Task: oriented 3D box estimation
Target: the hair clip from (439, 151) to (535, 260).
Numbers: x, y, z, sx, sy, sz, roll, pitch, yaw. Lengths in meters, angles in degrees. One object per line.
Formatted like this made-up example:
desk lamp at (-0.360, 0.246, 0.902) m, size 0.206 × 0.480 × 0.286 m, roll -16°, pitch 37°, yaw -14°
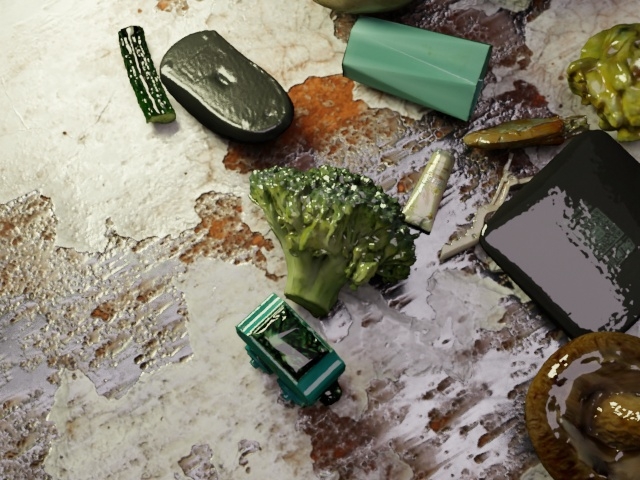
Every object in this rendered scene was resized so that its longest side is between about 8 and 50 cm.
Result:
hair clip at (0.282, -0.042, 1.818) m, size 0.072 × 0.034 × 0.226 m, roll 35°, pitch 78°, yaw 10°

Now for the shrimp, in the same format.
shrimp at (0.346, -0.175, 1.818) m, size 0.217 × 0.115 × 0.051 m, roll -7°, pitch 108°, yaw -4°

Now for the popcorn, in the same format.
popcorn at (0.518, -0.265, 1.810) m, size 0.189 × 0.169 × 0.218 m, roll -33°, pitch 39°, yaw -1°

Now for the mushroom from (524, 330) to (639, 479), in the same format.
mushroom at (0.457, 0.277, 1.636) m, size 0.283 × 0.195 × 0.263 m, roll 14°, pitch 82°, yaw 23°

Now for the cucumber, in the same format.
cucumber at (-0.308, -0.288, 1.898) m, size 0.058 × 0.058 × 0.187 m, roll -21°, pitch 74°, yaw -4°

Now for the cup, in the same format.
cup at (0.160, -0.295, 1.852) m, size 0.236 × 0.134 × 0.148 m, roll 15°, pitch 72°, yaw 10°

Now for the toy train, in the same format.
toy train at (-0.045, 0.177, 1.704) m, size 0.107 × 0.154 × 0.198 m, roll -43°, pitch 76°, yaw -13°

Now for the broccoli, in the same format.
broccoli at (0.000, 0.000, 1.736) m, size 0.248 × 0.288 × 0.245 m, roll 20°, pitch 90°, yaw -31°

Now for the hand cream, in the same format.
hand cream at (0.184, -0.089, 1.836) m, size 0.061 × 0.039 × 0.143 m, roll 23°, pitch 80°, yaw 6°

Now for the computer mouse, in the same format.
computer mouse at (-0.155, -0.248, 1.865) m, size 0.270 × 0.086 × 0.137 m, roll 40°, pitch 70°, yaw 20°

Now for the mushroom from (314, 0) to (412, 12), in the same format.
mushroom at (0.082, -0.472, 1.845) m, size 0.255 × 0.255 × 0.184 m, roll -6°, pitch 85°, yaw 0°

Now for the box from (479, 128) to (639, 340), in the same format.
box at (0.444, -0.002, 1.772) m, size 0.290 × 0.073 × 0.289 m, roll -43°, pitch 81°, yaw -9°
